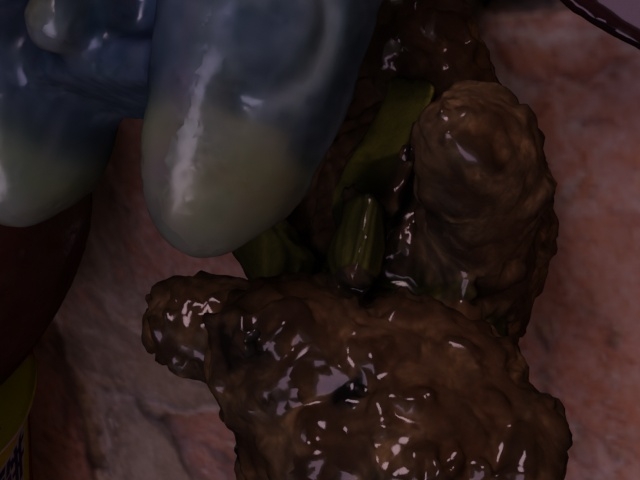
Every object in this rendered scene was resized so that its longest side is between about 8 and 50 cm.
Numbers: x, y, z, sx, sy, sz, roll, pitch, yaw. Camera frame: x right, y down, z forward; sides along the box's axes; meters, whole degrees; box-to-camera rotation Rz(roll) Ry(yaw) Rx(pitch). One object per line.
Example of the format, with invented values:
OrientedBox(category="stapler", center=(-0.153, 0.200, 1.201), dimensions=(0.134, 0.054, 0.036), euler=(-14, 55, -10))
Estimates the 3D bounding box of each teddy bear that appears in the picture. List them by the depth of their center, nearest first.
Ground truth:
OrientedBox(category="teddy bear", center=(-0.006, -0.007, 0.567), dimensions=(0.246, 0.222, 0.296), euler=(-30, 98, 36))

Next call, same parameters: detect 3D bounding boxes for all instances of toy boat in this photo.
OrientedBox(category="toy boat", center=(-0.075, -0.163, 0.499), dimensions=(0.215, 0.123, 0.329), euler=(11, 89, 45))

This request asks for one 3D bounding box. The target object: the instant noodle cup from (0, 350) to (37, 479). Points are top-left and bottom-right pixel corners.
OrientedBox(category="instant noodle cup", center=(-0.271, 0.160, 0.804), dimensions=(0.213, 0.213, 0.174), euler=(14, 128, 20))

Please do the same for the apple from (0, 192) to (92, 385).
OrientedBox(category="apple", center=(-0.276, -0.032, 0.676), dimensions=(0.306, 0.235, 0.305), euler=(18, 133, 20))

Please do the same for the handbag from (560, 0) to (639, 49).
OrientedBox(category="handbag", center=(0.210, -0.145, 0.481), dimensions=(0.203, 0.074, 0.216), euler=(32, 124, 8))
